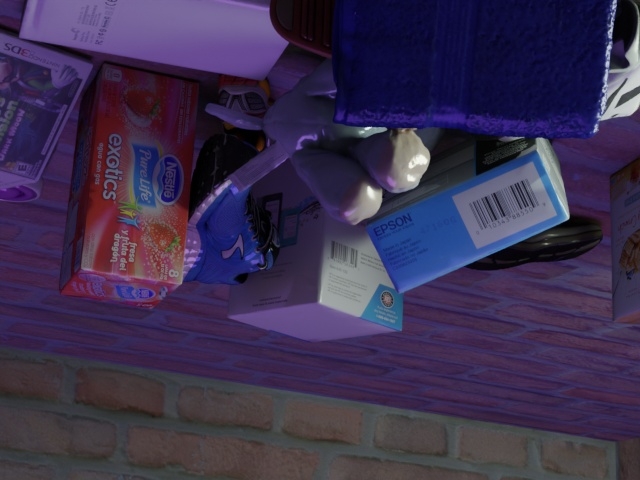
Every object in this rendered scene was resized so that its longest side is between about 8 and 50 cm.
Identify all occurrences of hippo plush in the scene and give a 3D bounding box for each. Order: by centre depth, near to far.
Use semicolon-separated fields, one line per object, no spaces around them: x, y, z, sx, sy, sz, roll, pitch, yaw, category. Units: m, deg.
0.058;-0.123;1.845;0.294;0.234;0.236;-28;162;24;hippo plush

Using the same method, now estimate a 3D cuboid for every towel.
0.168;-0.232;1.560;0.308;0.227;0.076;4;-167;-2;towel

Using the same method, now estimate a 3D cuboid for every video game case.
-0.418;-0.182;1.877;0.173;0.190;0.022;16;-158;-35;video game case

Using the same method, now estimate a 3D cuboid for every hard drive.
-0.198;-0.276;1.726;0.319;0.040;0.210;8;162;-15;hard drive

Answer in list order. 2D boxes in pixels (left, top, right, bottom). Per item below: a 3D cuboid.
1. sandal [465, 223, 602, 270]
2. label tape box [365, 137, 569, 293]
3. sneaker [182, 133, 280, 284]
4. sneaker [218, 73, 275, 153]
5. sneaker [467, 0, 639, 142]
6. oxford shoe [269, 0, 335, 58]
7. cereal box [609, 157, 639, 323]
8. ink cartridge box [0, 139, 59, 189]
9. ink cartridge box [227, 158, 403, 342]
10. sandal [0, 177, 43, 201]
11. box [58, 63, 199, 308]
0.344;-0.009;2.415;0.303;0.086;0.120;-4;161;-28;sandal
0.205;-0.075;1.965;0.249;0.115;0.347;-25;-165;14;label tape box
-0.120;-0.037;2.001;0.147;0.129;0.330;13;150;-8;sneaker
-0.101;-0.157;1.994;0.088;0.092;0.225;-1;162;14;sneaker
0.325;-0.188;1.785;0.146;0.122;0.330;17;158;-33;sneaker
0.108;-0.239;1.671;0.348;0.123;0.130;7;169;-7;oxford shoe
0.497;-0.007;2.122;0.047;0.240;0.173;8;161;-16;cereal box
-0.608;-0.196;1.984;0.308;0.091;0.385;-6;144;45;ink cartridge box
0.000;0.000;2.177;0.197;0.270;0.198;-11;157;41;ink cartridge box
-0.660;-0.094;2.261;0.416;0.102;0.169;5;162;-5;sandal
-0.266;-0.071;1.949;0.142;0.300;0.154;10;160;-20;box
